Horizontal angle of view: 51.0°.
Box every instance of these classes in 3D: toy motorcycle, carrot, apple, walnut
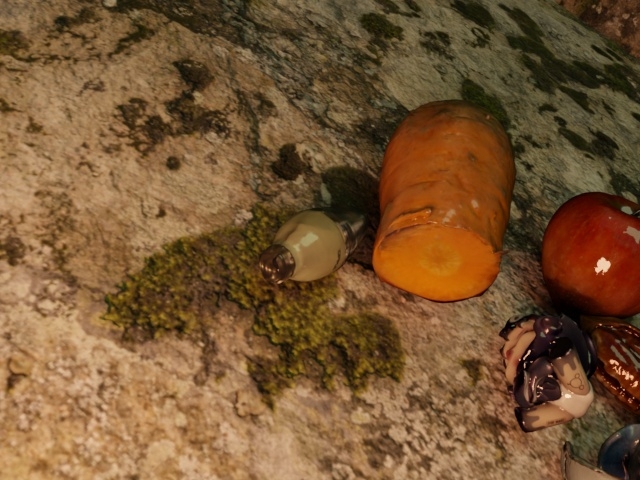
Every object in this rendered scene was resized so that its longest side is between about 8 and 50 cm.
[{"bbox_3d":[0.438,0.282,0.818,0.241,0.182,0.319,30,0,6],"label":"toy motorcycle"},{"bbox_3d":[0.200,-0.073,1.075,0.224,0.224,0.340,24,47,-10],"label":"carrot"},{"bbox_3d":[0.487,0.034,1.164,0.230,0.230,0.230,19,41,-17],"label":"apple"},{"bbox_3d":[0.491,0.197,1.070,0.116,0.116,0.207,-15,59,-42],"label":"walnut"}]

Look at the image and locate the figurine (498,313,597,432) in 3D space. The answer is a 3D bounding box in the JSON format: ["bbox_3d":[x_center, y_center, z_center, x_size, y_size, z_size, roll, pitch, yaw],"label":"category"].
[{"bbox_3d":[0.332,0.169,0.961,0.145,0.145,0.222,31,22,-2],"label":"figurine"}]

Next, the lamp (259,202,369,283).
[{"bbox_3d":[0.000,0.000,0.955,0.101,0.101,0.250,45,37,14],"label":"lamp"}]
